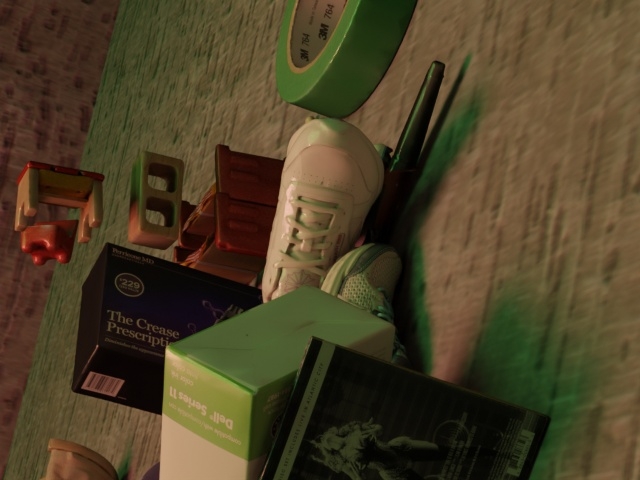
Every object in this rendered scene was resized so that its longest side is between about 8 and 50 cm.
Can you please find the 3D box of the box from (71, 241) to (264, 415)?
[{"bbox_3d":[-0.177,0.131,2.011,0.103,0.261,0.184,-57,25,37],"label":"box"}]

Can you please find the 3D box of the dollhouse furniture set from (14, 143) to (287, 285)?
[{"bbox_3d":[-0.234,-0.038,2.101,0.201,0.374,0.152,137,139,-56],"label":"dollhouse furniture set"}]

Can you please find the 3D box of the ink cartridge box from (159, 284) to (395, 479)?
[{"bbox_3d":[-0.049,0.245,1.488,0.119,0.207,0.354,23,119,34],"label":"ink cartridge box"}]

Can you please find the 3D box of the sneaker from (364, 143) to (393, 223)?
[{"bbox_3d":[0.014,-0.044,1.896,0.237,0.086,0.085,-50,11,48],"label":"sneaker"}]

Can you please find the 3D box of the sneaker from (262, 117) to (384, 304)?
[{"bbox_3d":[0.000,0.000,1.752,0.152,0.114,0.305,-79,0,-47],"label":"sneaker"}]

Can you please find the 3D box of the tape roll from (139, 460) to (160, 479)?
[{"bbox_3d":[-0.148,0.354,1.847,0.189,0.189,0.080,-93,28,-46],"label":"tape roll"}]

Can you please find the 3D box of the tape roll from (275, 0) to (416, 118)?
[{"bbox_3d":[0.038,-0.327,2.107,0.321,0.077,0.321,-52,28,44],"label":"tape roll"}]

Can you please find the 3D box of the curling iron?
[{"bbox_3d":[0.095,-0.074,1.788,0.068,0.035,0.274,-119,48,-73],"label":"curling iron"}]

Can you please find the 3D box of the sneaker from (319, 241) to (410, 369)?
[{"bbox_3d":[0.053,0.125,1.674,0.122,0.110,0.283,-2,52,33],"label":"sneaker"}]

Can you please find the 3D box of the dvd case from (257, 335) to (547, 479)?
[{"bbox_3d":[0.067,0.194,1.357,0.018,0.221,0.165,-122,52,-81],"label":"dvd case"}]

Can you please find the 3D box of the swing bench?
[{"bbox_3d":[-0.427,0.502,2.528,0.255,0.165,0.253,-45,32,42],"label":"swing bench"}]

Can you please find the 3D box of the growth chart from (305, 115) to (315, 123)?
[{"bbox_3d":[-0.031,-0.049,2.135,0.237,0.021,0.172,-107,38,-58],"label":"growth chart"}]
